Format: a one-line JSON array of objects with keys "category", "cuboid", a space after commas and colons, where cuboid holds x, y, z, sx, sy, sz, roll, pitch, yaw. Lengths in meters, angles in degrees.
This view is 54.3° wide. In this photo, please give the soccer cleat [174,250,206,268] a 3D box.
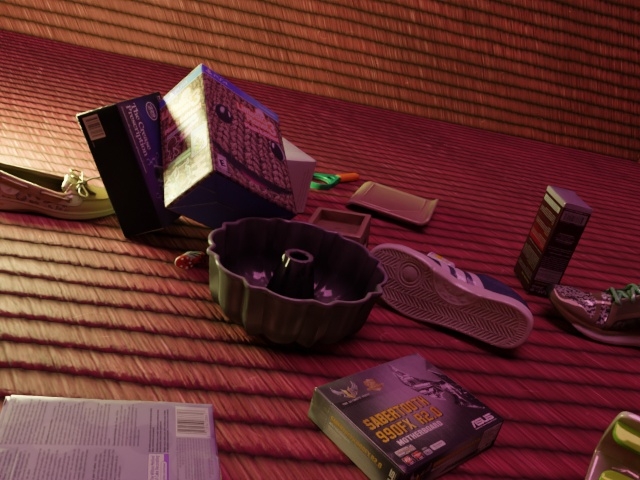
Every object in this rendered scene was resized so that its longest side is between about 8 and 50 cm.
[{"category": "soccer cleat", "cuboid": [-0.262, 0.037, 1.233, 0.036, 0.029, 0.083, 17, 19, 30]}]

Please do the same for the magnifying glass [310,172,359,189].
[{"category": "magnifying glass", "cuboid": [0.036, -0.186, 1.913, 0.092, 0.026, 0.231, 31, 30, 35]}]

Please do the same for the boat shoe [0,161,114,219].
[{"category": "boat shoe", "cuboid": [-0.562, -0.106, 1.301, 0.285, 0.089, 0.104, 4, 25, -24]}]

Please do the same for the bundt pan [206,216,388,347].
[{"category": "bundt pan", "cuboid": [-0.052, 0.079, 1.134, 0.331, 0.124, 0.331, 13, 24, -6]}]

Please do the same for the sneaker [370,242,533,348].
[{"category": "sneaker", "cuboid": [0.261, 0.104, 1.276, 0.350, 0.131, 0.148, 27, 19, 15]}]

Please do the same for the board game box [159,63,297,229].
[{"category": "board game box", "cuboid": [-0.194, -0.173, 1.293, 0.232, 0.141, 0.291, 27, 41, -45]}]

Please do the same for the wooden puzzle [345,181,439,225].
[{"category": "wooden puzzle", "cuboid": [0.210, -0.103, 1.807, 0.239, 0.044, 0.221, 15, 23, 13]}]

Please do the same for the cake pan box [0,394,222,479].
[{"category": "cake pan box", "cuboid": [-0.233, 0.271, 0.670, 0.246, 0.070, 0.267, 8, 24, -19]}]

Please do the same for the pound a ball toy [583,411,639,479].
[{"category": "pound a ball toy", "cuboid": [0.448, 0.375, 0.788, 0.319, 0.135, 0.208, 24, 50, 21]}]

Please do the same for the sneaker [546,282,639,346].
[{"category": "sneaker", "cuboid": [0.707, 0.136, 1.364, 0.411, 0.182, 0.158, 15, 24, 3]}]

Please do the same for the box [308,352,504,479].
[{"category": "box", "cuboid": [0.127, 0.259, 0.914, 0.231, 0.056, 0.183, -7, 32, -41]}]

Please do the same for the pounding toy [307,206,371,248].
[{"category": "pounding toy", "cuboid": [-0.008, 0.003, 1.383, 0.206, 0.094, 0.181, 9, 27, 12]}]

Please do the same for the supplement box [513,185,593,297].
[{"category": "supplement box", "cuboid": [0.555, 0.003, 1.502, 0.073, 0.239, 0.130, 14, 24, -4]}]

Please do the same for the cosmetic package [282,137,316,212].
[{"category": "cosmetic package", "cuboid": [-0.132, -0.174, 1.622, 0.152, 0.151, 0.184, -3, 30, -35]}]

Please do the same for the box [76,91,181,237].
[{"category": "box", "cuboid": [-0.373, -0.163, 1.310, 0.103, 0.261, 0.184, -12, 17, 16]}]

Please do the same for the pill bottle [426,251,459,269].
[{"category": "pill bottle", "cuboid": [0.285, 0.063, 1.462, 0.083, 0.043, 0.043, 31, 28, 33]}]
